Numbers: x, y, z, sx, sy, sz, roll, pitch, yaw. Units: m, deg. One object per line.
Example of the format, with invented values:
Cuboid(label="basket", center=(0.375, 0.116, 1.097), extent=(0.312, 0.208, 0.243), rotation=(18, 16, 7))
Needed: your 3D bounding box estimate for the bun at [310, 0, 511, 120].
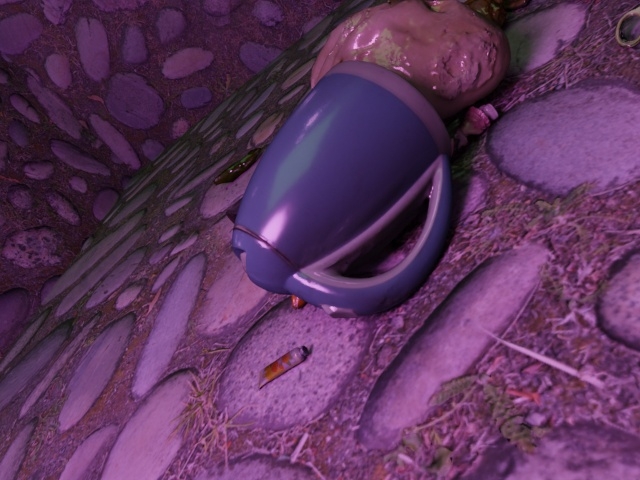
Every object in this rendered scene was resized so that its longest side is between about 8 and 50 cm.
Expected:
Cuboid(label="bun", center=(0.163, -0.335, 0.917), extent=(0.362, 0.234, 0.326), rotation=(-4, 26, 38))

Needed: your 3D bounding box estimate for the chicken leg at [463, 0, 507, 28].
Cuboid(label="chicken leg", center=(0.359, -0.518, 1.118), extent=(0.103, 0.088, 0.227), rotation=(-46, 19, 18))

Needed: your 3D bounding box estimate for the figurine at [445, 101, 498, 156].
Cuboid(label="figurine", center=(0.237, -0.189, 0.832), extent=(0.129, 0.054, 0.072), rotation=(-41, 15, 1))

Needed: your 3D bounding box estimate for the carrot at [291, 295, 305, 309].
Cuboid(label="carrot", center=(0.000, 0.000, 0.873), extent=(0.066, 0.062, 0.271), rotation=(-17, 38, 33))

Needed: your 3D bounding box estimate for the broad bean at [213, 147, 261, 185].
Cuboid(label="broad bean", center=(-0.267, -0.240, 1.596), extent=(0.195, 0.046, 0.061), rotation=(-40, 15, -4))

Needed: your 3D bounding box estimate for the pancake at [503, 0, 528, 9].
Cuboid(label="pancake", center=(0.489, -0.585, 1.096), extent=(0.184, 0.020, 0.190), rotation=(-15, 39, 42))

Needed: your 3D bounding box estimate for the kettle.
Cuboid(label="kettle", center=(0.036, -0.051, 0.729), extent=(0.319, 0.247, 0.342), rotation=(29, 70, 27))

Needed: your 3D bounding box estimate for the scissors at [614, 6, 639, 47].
Cuboid(label="scissors", center=(0.496, -0.384, 0.720), extent=(0.134, 0.020, 0.187), rotation=(-19, 61, 38))

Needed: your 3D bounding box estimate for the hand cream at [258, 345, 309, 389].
Cuboid(label="hand cream", center=(-0.059, 0.188, 0.729), extent=(0.102, 0.022, 0.035), rotation=(-36, 33, 23))
